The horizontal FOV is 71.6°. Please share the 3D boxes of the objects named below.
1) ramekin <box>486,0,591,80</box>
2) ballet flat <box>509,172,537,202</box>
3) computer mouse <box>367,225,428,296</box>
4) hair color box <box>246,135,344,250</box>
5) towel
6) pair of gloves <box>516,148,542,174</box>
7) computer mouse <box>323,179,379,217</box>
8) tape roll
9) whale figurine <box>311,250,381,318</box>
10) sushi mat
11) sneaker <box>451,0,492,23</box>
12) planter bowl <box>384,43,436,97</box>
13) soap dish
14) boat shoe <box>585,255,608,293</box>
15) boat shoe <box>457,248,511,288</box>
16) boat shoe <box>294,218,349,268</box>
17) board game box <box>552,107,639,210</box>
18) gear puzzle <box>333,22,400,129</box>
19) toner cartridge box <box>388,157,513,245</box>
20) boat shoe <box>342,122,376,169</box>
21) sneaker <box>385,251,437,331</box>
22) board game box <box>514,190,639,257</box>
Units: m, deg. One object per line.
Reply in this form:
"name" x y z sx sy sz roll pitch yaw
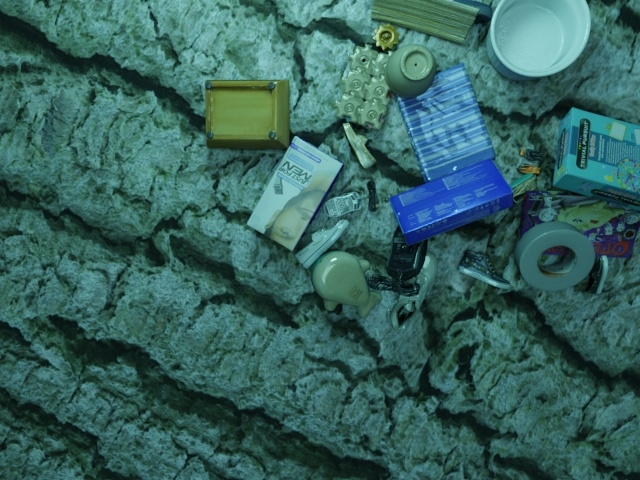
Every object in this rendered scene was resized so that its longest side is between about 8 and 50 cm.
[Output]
"ramekin" 0.644 -0.623 1.347 0.278 0.135 0.277 1 96 6
"ballet flat" 0.612 -0.143 1.445 0.206 0.073 0.067 -28 104 12
"computer mouse" 0.280 0.059 1.469 0.189 0.072 0.272 7 67 38
"hair color box" -0.082 -0.157 1.502 0.185 0.110 0.338 30 101 1
"towel" 0.408 -0.377 1.453 0.243 0.040 0.335 -20 94 8
"pair of gloves" 0.683 -0.257 1.451 0.074 0.010 0.083 8 95 7
"computer mouse" 0.102 -0.132 1.518 0.193 0.042 0.105 -14 100 2
"tape roll" 0.737 0.051 1.407 0.219 0.072 0.219 3 116 6
"whale figurine" 0.085 0.149 1.523 0.272 0.141 0.216 41 86 -23
"sushi mat" 0.314 -0.700 1.371 0.317 0.151 0.019 18 74 4
"sneaker" 0.388 -0.769 1.371 0.319 0.112 0.131 17 98 2
"planter bowl" 0.288 -0.535 1.377 0.162 0.109 0.161 0 97 0
"soap dish" -0.251 -0.424 1.481 0.291 0.118 0.228 2 97 7
"boat shoe" 0.896 0.113 1.439 0.040 0.049 0.142 2 117 14
"boat shoe" 0.558 0.096 1.480 0.184 0.065 0.083 22 100 4
"boat shoe" 0.000 0.000 1.522 0.076 0.083 0.226 43 100 -1
"board game box" 0.896 -0.238 1.338 0.336 0.079 0.253 17 67 5
"gear puzzle" 0.166 -0.545 1.461 0.176 0.044 0.338 17 97 3
"toner cartridge box" 0.411 -0.123 1.421 0.348 0.075 0.165 -21 49 9
"boat shoe" 0.131 -0.322 1.483 0.059 0.063 0.170 -28 102 6
"sneaker" 0.315 0.177 1.493 0.110 0.118 0.292 23 97 5
"board game box" 0.821 -0.051 1.416 0.347 0.056 0.208 2 118 6
